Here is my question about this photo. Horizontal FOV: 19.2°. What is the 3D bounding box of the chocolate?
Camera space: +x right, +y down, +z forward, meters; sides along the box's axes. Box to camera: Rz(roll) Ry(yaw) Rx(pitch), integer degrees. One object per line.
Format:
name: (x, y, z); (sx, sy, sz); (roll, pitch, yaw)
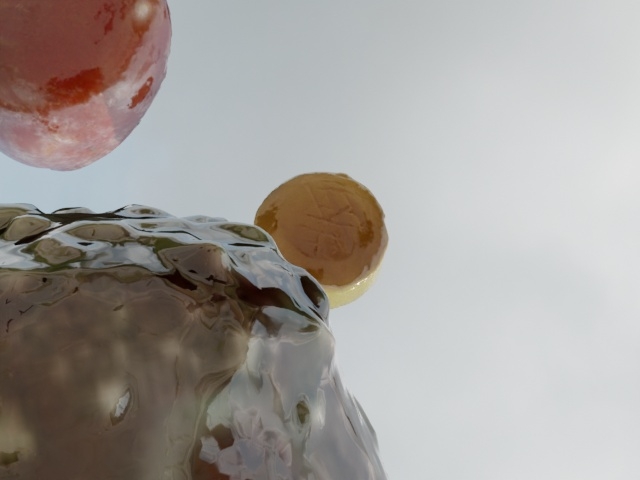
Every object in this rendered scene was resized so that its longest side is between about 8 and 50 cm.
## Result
chocolate: (-0.101, 0.088, 0.741); (0.340, 0.225, 0.210); (1, -82, 62)

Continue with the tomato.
tomato: (-0.170, -0.116, 1.127); (0.159, 0.091, 0.139); (-25, -107, 34)

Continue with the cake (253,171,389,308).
cake: (0.000, 0.000, 1.156); (0.084, 0.044, 0.084); (1, -119, -1)
